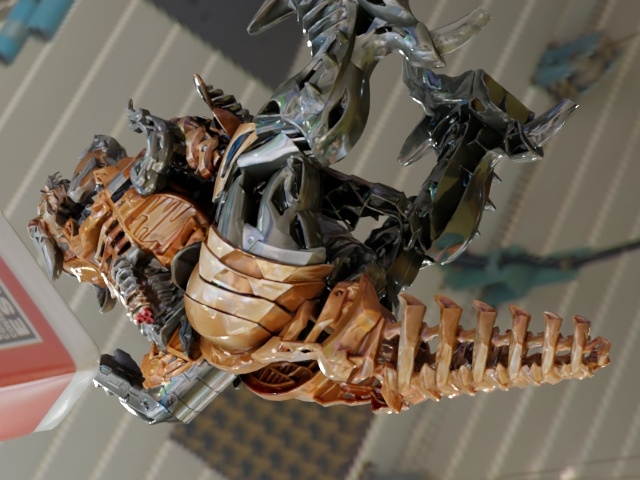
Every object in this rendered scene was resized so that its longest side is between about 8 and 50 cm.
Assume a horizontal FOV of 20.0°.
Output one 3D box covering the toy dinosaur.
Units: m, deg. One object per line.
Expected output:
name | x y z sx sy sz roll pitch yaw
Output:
toy dinosaur | 0.000 0.000 0.812 0.218 0.322 0.164 -59 -25 -9

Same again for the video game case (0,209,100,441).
video game case | -0.190 -0.031 0.269 0.285 0.025 0.204 -9 -126 -51
